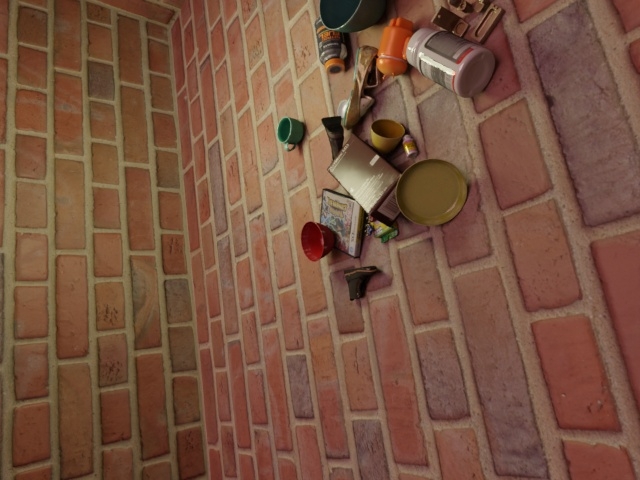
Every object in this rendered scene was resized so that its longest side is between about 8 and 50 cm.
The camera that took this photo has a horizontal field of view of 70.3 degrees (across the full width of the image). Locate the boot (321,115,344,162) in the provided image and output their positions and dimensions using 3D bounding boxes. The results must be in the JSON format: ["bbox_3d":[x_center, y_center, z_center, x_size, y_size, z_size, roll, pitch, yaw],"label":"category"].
[{"bbox_3d":[0.064,-0.412,2.010,0.263,0.091,0.229,-96,-1,-54],"label":"boot"}]

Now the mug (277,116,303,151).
[{"bbox_3d":[-0.151,-0.543,2.316,0.129,0.097,0.158,42,121,43],"label":"mug"}]

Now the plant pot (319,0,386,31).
[{"bbox_3d":[0.159,-0.989,1.872,0.290,0.195,0.291,-5,84,51],"label":"plant pot"}]

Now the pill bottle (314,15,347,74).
[{"bbox_3d":[0.051,-0.882,2.055,0.130,0.130,0.246,-22,72,49],"label":"pill bottle"}]

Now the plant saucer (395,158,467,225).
[{"bbox_3d":[0.382,-0.169,1.576,0.037,0.240,0.241,-70,4,-65],"label":"plant saucer"}]

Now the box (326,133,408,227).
[{"bbox_3d":[0.196,-0.242,1.768,0.191,0.143,0.381,-53,39,14],"label":"box"}]

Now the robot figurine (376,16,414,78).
[{"bbox_3d":[0.288,-0.736,1.754,0.157,0.128,0.220,18,103,22],"label":"robot figurine"}]

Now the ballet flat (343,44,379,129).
[{"bbox_3d":[0.182,-0.632,1.906,0.123,0.123,0.349,28,112,48],"label":"ballet flat"}]

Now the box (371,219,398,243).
[{"bbox_3d":[0.249,-0.087,1.838,0.105,0.043,0.180,-34,64,46],"label":"box"}]

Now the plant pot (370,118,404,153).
[{"bbox_3d":[0.256,-0.402,1.792,0.134,0.134,0.095,58,154,35],"label":"plant pot"}]

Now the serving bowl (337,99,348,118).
[{"bbox_3d":[0.114,-0.587,2.042,0.083,0.027,0.084,-5,84,51],"label":"serving bowl"}]

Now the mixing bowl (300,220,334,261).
[{"bbox_3d":[0.000,0.000,2.038,0.181,0.098,0.182,15,108,54],"label":"mixing bowl"}]

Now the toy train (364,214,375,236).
[{"bbox_3d":[0.206,-0.092,1.840,0.036,0.027,0.159,13,98,42],"label":"toy train"}]

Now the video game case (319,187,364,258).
[{"bbox_3d":[0.088,-0.080,2.013,0.274,0.035,0.249,27,119,49],"label":"video game case"}]

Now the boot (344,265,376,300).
[{"bbox_3d":[0.177,0.180,1.901,0.197,0.076,0.137,-19,78,63],"label":"boot"}]

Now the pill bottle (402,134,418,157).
[{"bbox_3d":[0.340,-0.360,1.734,0.043,0.043,0.084,-36,61,44],"label":"pill bottle"}]

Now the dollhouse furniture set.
[{"bbox_3d":[0.486,-0.743,1.507,0.144,0.123,0.151,-57,48,32],"label":"dollhouse furniture set"}]

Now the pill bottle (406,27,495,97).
[{"bbox_3d":[0.431,-0.612,1.540,0.283,0.161,0.161,51,126,40],"label":"pill bottle"}]
